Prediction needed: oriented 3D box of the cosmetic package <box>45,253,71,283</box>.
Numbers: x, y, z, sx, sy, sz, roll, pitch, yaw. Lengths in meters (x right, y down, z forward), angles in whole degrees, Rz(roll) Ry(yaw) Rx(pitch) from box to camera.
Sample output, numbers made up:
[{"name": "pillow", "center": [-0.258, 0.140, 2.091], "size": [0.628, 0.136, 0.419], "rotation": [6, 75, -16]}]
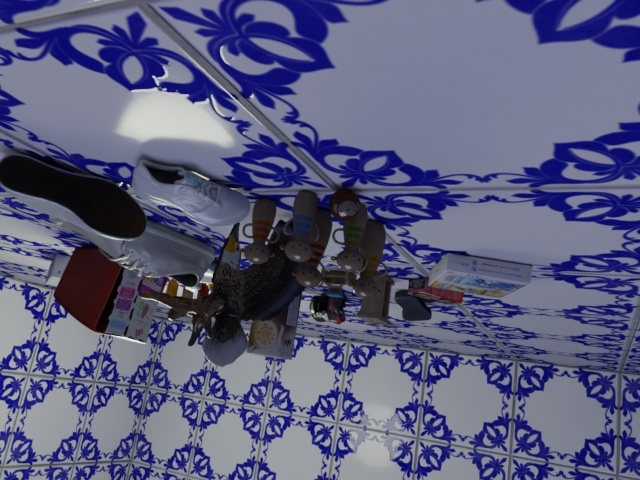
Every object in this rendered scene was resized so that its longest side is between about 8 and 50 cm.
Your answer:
[{"name": "cosmetic package", "center": [-0.867, 0.157, 2.257], "size": [0.378, 0.097, 0.284], "rotation": [17, 165, -27]}]

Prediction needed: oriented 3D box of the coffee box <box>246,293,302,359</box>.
[{"name": "coffee box", "center": [-0.159, 0.283, 1.998], "size": [0.141, 0.246, 0.098], "rotation": [4, 165, 24]}]

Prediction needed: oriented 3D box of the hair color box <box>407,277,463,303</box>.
[{"name": "hair color box", "center": [0.317, 0.140, 1.572], "size": [0.141, 0.043, 0.072], "rotation": [18, 164, -27]}]

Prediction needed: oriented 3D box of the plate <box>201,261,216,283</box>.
[{"name": "plate", "center": [-0.424, 0.084, 1.808], "size": [0.278, 0.045, 0.278], "rotation": [5, 165, 19]}]

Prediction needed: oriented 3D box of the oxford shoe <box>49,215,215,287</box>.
[{"name": "oxford shoe", "center": [-0.456, 0.020, 1.435], "size": [0.169, 0.130, 0.449], "rotation": [-2, 160, 42]}]

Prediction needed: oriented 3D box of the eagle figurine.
[{"name": "eagle figurine", "center": [-0.165, 0.077, 1.153], "size": [0.226, 0.298, 0.225], "rotation": [43, 122, 6]}]

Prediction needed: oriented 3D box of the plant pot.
[{"name": "plant pot", "center": [-0.702, 0.157, 1.886], "size": [0.236, 0.267, 0.267], "rotation": [16, 168, 20]}]

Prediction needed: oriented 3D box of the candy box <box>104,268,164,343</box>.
[{"name": "candy box", "center": [-0.564, 0.189, 1.752], "size": [0.071, 0.233, 0.159], "rotation": [9, 163, 9]}]

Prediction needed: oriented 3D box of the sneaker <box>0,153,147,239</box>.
[{"name": "sneaker", "center": [-0.488, -0.086, 1.133], "size": [0.290, 0.105, 0.123], "rotation": [29, 164, -29]}]

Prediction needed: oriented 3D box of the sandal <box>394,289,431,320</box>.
[{"name": "sandal", "center": [0.302, 0.204, 1.831], "size": [0.097, 0.054, 0.254], "rotation": [-3, 153, 16]}]

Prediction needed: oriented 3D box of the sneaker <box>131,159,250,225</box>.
[{"name": "sneaker", "center": [-0.223, -0.088, 1.003], "size": [0.212, 0.080, 0.094], "rotation": [14, 153, -15]}]

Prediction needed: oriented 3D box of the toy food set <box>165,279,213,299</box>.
[{"name": "toy food set", "center": [-0.437, 0.150, 2.032], "size": [0.232, 0.104, 0.111], "rotation": [-24, 137, 29]}]

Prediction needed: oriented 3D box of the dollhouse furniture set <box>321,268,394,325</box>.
[{"name": "dollhouse furniture set", "center": [0.101, 0.160, 1.610], "size": [0.184, 0.129, 0.129], "rotation": [2, 164, 22]}]

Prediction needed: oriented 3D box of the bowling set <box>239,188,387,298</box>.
[{"name": "bowling set", "center": [0.000, 0.000, 1.022], "size": [0.287, 0.154, 0.200], "rotation": [10, 165, -5]}]

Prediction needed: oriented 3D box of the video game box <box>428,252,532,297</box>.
[{"name": "video game box", "center": [0.364, 0.085, 1.334], "size": [0.187, 0.048, 0.205], "rotation": [11, 165, 2]}]

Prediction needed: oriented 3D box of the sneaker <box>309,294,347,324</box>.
[{"name": "sneaker", "center": [0.026, 0.241, 2.021], "size": [0.135, 0.097, 0.276], "rotation": [7, 167, 1]}]
